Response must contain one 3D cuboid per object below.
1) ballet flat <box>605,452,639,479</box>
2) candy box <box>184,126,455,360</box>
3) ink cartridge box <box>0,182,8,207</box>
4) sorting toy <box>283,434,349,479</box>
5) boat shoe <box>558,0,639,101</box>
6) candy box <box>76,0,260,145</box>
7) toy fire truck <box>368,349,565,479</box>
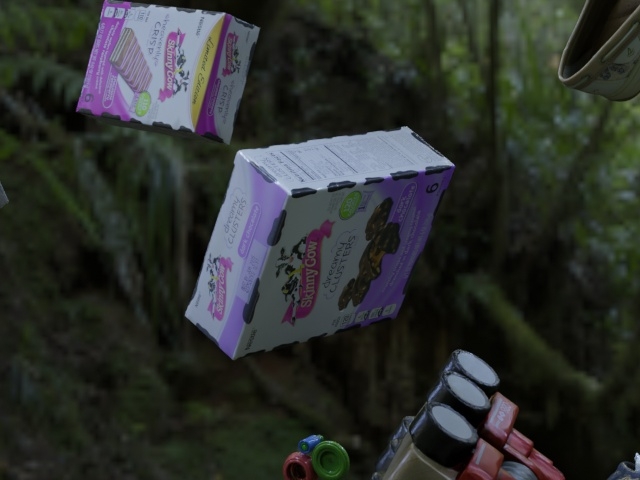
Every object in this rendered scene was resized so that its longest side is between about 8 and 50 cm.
[{"bbox_3d":[0.223,0.160,1.099,0.074,0.074,0.203,3,-7,-13],"label":"ballet flat"},{"bbox_3d":[0.000,0.000,1.496,0.196,0.165,0.070,-12,42,-43],"label":"candy box"},{"bbox_3d":[-0.283,-0.041,1.267,0.099,0.056,0.135,-37,-14,-11],"label":"ink cartridge box"},{"bbox_3d":[-0.001,0.267,2.192,0.102,0.061,0.042,-22,-2,33],"label":"sorting toy"},{"bbox_3d":[0.353,-0.287,1.969,0.089,0.285,0.104,7,22,-36],"label":"boat shoe"},{"bbox_3d":[-0.200,-0.219,2.317,0.233,0.159,0.071,11,-4,41],"label":"candy box"},{"bbox_3d":[0.168,0.254,1.662,0.246,0.158,0.217,35,20,2],"label":"toy fire truck"}]
